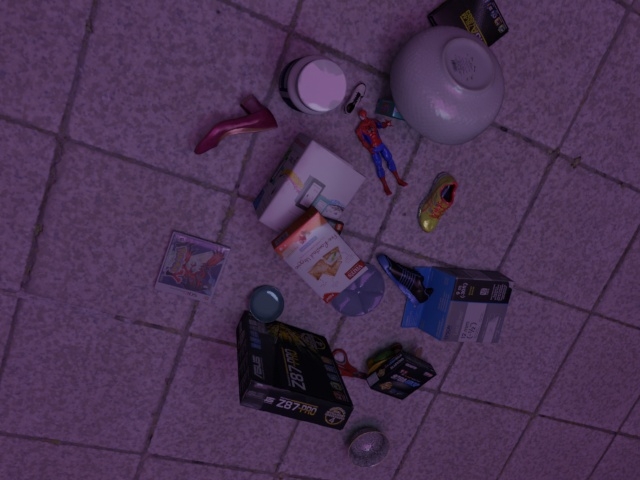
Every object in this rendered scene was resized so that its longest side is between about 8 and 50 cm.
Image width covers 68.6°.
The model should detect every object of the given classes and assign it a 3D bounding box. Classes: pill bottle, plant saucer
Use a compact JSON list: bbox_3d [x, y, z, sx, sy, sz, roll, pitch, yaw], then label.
[{"bbox_3d":[-0.023,-0.418,1.265,0.153,0.264,0.153,-4,110,-12],"label":"pill bottle"},{"bbox_3d":[-0.179,0.211,1.556,0.120,0.021,0.119,2,84,-21],"label":"plant saucer"}]

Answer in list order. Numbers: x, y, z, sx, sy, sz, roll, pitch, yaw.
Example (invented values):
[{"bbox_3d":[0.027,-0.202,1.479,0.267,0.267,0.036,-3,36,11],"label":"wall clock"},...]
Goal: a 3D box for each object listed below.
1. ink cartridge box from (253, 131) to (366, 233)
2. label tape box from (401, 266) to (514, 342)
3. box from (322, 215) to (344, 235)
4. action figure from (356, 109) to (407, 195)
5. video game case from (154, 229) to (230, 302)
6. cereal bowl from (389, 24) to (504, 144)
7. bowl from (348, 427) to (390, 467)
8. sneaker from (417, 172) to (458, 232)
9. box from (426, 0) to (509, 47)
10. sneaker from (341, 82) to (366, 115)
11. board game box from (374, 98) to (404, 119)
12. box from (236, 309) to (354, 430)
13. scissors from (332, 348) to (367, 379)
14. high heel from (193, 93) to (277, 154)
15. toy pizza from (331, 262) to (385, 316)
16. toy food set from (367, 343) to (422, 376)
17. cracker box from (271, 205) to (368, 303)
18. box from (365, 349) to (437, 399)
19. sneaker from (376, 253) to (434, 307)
[{"bbox_3d":[-0.039,-0.147,1.389,0.197,0.198,0.270,32,99,-21],"label":"ink cartridge box"},{"bbox_3d":[0.490,0.233,1.685,0.348,0.115,0.249,4,107,-16],"label":"label tape box"},{"bbox_3d":[0.000,0.000,1.328,0.094,0.027,0.137,14,105,-20],"label":"box"},{"bbox_3d":[0.192,-0.271,1.438,0.092,0.139,0.280,-31,110,-3],"label":"action figure"},{"bbox_3d":[-0.404,0.087,1.480,0.184,0.023,0.201,18,103,-18],"label":"video game case"},{"bbox_3d":[0.370,-0.445,1.291,0.339,0.141,0.338,4,78,-18],"label":"cereal bowl"},{"bbox_3d":[0.178,0.784,1.818,0.170,0.080,0.170,-4,108,-12],"label":"bowl"},{"bbox_3d":[0.391,-0.120,1.553,0.082,0.094,0.208,13,106,-18],"label":"sneaker"},{"bbox_3d":[0.445,-0.653,1.411,0.184,0.045,0.190,-39,112,1],"label":"box"},{"bbox_3d":[0.106,-0.424,1.412,0.040,0.044,0.109,29,98,-18],"label":"sneaker"},{"bbox_3d":[0.288,-0.376,1.407,0.210,0.160,0.047,10,107,-15],"label":"board game box"},{"bbox_3d":[-0.097,0.389,1.453,0.318,0.395,0.097,20,105,-17],"label":"box"},{"bbox_3d":[0.126,0.503,1.746,0.297,0.021,0.109,40,94,-22],"label":"scissors"},{"bbox_3d":[-0.244,-0.303,1.355,0.244,0.082,0.117,-43,102,-10],"label":"high heel"},{"bbox_3d":[0.125,0.169,1.624,0.201,0.032,0.201,-4,108,-12],"label":"toy pizza"},{"bbox_3d":[0.262,0.437,1.731,0.218,0.071,0.128,-19,135,-7],"label":"toy food set"},{"bbox_3d":[0.000,0.042,1.290,0.156,0.067,0.232,-41,114,3],"label":"cracker box"},{"bbox_3d":[0.296,0.495,1.710,0.175,0.051,0.220,-43,133,16],"label":"box"},{"bbox_3d":[0.291,0.120,1.609,0.090,0.081,0.232,-41,103,4],"label":"sneaker"}]
